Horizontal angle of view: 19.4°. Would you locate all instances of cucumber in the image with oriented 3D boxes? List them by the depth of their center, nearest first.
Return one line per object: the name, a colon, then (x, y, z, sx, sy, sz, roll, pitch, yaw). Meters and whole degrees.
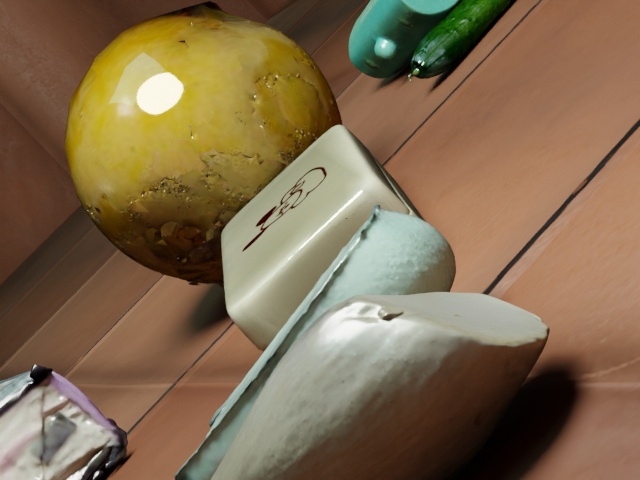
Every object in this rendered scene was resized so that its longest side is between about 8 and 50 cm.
cucumber: (0.126, -0.188, 1.684, 0.168, 0.039, 0.039, -46, 10, -27)

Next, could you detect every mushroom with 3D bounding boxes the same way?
mushroom: (0.005, 0.101, 0.851, 0.225, 0.093, 0.116, -50, -10, 15)

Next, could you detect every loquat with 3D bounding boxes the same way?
loquat: (-0.094, -0.078, 1.543, 0.235, 0.235, 0.235, -42, 10, 9)

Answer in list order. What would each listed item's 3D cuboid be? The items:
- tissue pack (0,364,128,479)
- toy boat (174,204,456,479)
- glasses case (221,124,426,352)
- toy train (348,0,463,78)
tissue pack: (-0.317, 0.223, 1.503, 0.259, 0.122, 0.361, -46, 8, -23)
toy boat: (0.005, 0.074, 1.029, 0.207, 0.079, 0.134, -51, -1, 20)
glasses case: (0.000, 0.000, 1.302, 0.131, 0.070, 0.313, -43, 10, 5)
toy train: (0.097, -0.239, 1.799, 0.159, 0.101, 0.248, -59, 3, -15)
